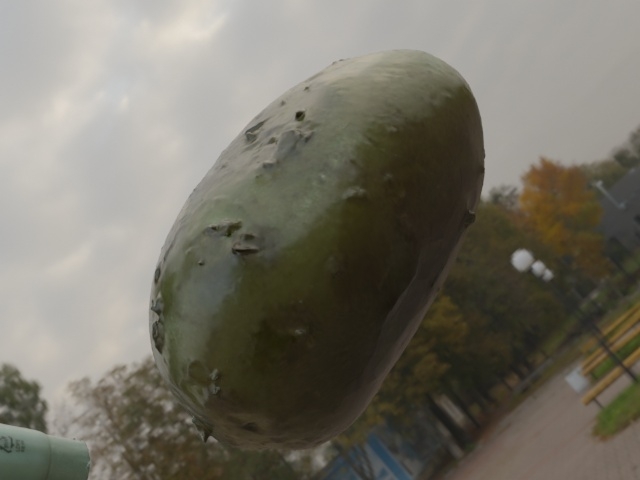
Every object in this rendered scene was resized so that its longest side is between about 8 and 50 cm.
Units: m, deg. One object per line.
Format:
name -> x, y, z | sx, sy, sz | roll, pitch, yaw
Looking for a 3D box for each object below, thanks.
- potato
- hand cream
potato -> 0.000, 0.000, 0.658 | 0.307, 0.173, 0.210 | -57, -31, -17
hand cream -> -0.257, 0.144, 0.650 | 0.205, 0.078, 0.050 | 20, -46, -36
